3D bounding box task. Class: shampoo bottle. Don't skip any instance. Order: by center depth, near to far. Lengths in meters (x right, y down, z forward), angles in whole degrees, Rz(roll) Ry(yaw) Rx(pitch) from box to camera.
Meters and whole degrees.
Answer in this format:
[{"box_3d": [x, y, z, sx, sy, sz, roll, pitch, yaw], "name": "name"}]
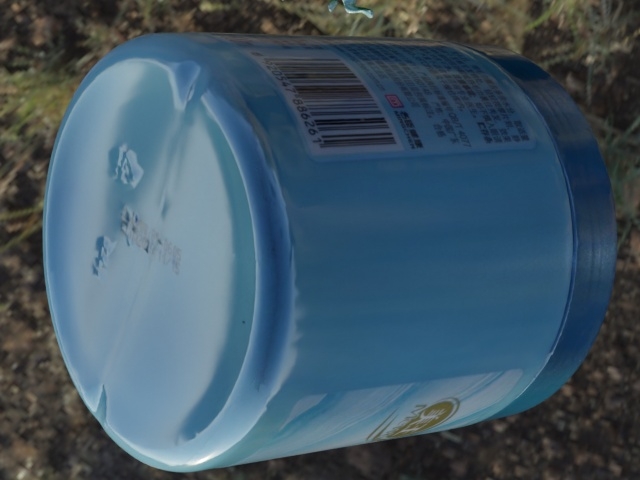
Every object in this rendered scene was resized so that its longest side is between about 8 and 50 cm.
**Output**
[{"box_3d": [0.000, 0.000, 1.112, 0.331, 0.342, 0.331, 5, 96, 50], "name": "shampoo bottle"}]

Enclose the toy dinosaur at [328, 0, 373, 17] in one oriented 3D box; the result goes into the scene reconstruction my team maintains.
[{"box_3d": [0.000, -0.139, 0.690, 0.083, 0.062, 0.021, 56, 166, 24], "name": "toy dinosaur"}]
